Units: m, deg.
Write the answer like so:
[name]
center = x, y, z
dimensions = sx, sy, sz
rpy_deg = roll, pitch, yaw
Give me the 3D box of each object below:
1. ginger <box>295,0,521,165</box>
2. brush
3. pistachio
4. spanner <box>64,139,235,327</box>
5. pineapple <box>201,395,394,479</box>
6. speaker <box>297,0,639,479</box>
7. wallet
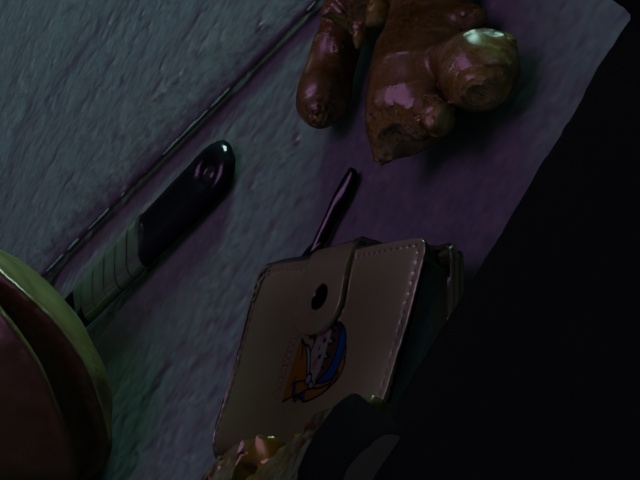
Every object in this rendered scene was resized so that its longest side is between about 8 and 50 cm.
[ginger]
center = 0.038, -0.110, 0.915
dimensions = 0.193, 0.052, 0.176
rpy_deg = -27, 50, 52
[brush]
center = 0.000, 0.000, 0.936
dimensions = 0.083, 0.008, 0.024
rpy_deg = -65, 25, -2
[pistachio]
center = -0.227, 0.073, 1.095
dimensions = 0.260, 0.212, 0.163
rpy_deg = -7, 26, 46
[spanner]
center = -0.148, 0.043, 1.156
dimensions = 0.316, 0.024, 0.087
rpy_deg = -42, 35, 34
[pineapple]
center = -0.002, 0.146, 0.702
dimensions = 0.186, 0.114, 0.236
rpy_deg = -50, 27, 27
[speaker]
center = 0.145, 0.063, 0.428
dimensions = 0.232, 0.184, 0.254
rpy_deg = -60, 24, 8
[wallet]
center = 0.009, 0.055, 0.839
dimensions = 0.155, 0.039, 0.110
rpy_deg = -11, 61, 59
